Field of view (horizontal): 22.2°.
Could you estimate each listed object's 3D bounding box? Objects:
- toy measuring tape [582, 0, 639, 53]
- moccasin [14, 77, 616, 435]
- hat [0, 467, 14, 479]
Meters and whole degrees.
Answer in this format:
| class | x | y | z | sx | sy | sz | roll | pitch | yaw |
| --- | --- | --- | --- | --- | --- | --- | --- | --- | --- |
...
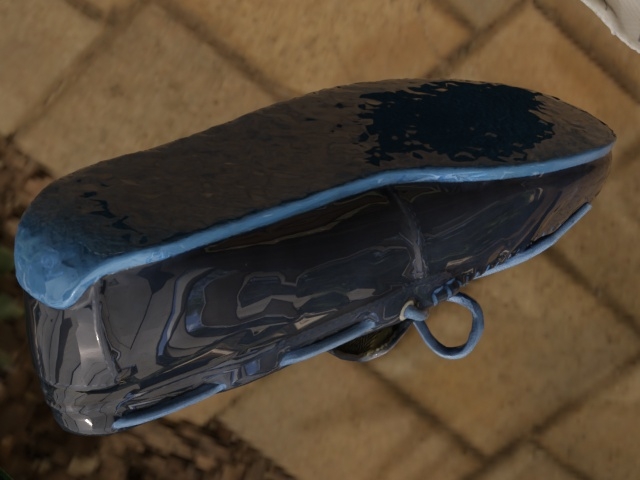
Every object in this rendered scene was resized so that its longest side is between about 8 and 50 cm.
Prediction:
| class | x | y | z | sx | sy | sz | roll | pitch | yaw |
| --- | --- | --- | --- | --- | --- | --- | --- | --- | --- |
| toy measuring tape | 0.175 | -0.193 | 1.013 | 0.330 | 0.121 | 0.121 | 30 | 128 | -33 |
| moccasin | 0.000 | 0.000 | 0.796 | 0.342 | 0.138 | 0.116 | -13 | 122 | -33 |
| hat | -0.096 | 0.071 | 0.407 | 0.209 | 0.173 | 0.183 | 19 | 136 | -34 |
